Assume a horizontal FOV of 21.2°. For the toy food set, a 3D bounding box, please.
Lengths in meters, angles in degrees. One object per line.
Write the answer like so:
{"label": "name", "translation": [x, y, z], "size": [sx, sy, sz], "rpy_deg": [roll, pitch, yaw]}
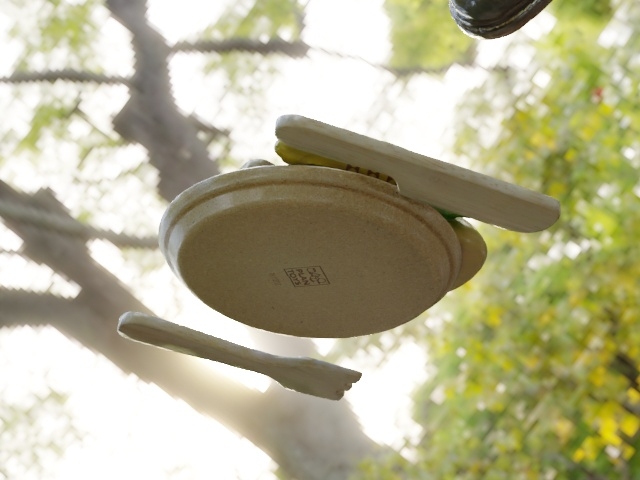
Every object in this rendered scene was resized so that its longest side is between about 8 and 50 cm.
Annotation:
{"label": "toy food set", "translation": [0.000, 0.000, 0.699], "size": [0.192, 0.132, 0.038], "rpy_deg": [-45, 33, 51]}

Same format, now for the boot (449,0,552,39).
{"label": "boot", "translation": [0.095, -0.204, 0.761], "size": [0.106, 0.082, 0.219], "rpy_deg": [27, -92, -52]}
